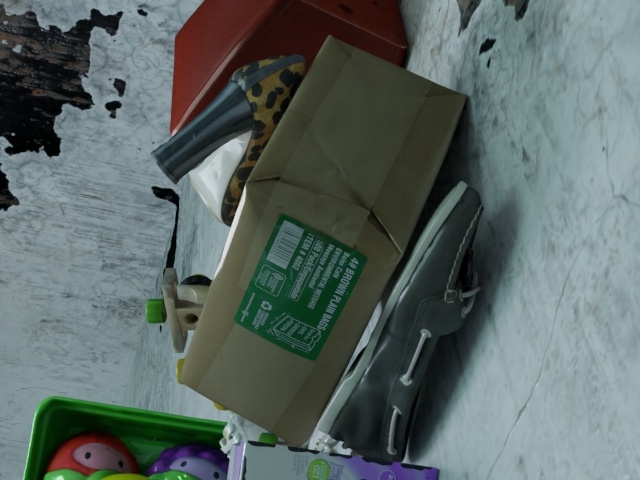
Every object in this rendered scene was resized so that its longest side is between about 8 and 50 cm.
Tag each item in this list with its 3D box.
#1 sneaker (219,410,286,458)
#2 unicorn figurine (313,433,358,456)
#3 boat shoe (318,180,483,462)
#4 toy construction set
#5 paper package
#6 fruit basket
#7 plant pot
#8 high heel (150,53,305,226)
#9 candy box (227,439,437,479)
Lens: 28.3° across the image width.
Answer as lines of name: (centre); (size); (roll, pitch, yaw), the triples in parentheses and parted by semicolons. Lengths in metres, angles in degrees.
sneaker: (-0.098, 0.308, 1.843); (0.229, 0.092, 0.087); (-98, 25, -51)
unicorn figurine: (0.017, 0.271, 1.466); (0.111, 0.060, 0.162); (135, 144, -66)
boat shoe: (0.102, 0.089, 1.248); (0.335, 0.095, 0.112); (-64, -6, 35)
toy construction set: (-0.137, 0.113, 1.677); (0.309, 0.237, 0.257); (78, -160, -63)
paper package: (0.000, 0.000, 1.365); (0.309, 0.168, 0.325); (-65, 0, -47)
fruit basket: (-0.281, 0.397, 1.935); (0.392, 0.392, 0.283); (148, 132, -72)
plant pot: (-0.028, -0.246, 1.695); (0.236, 0.267, 0.267); (-55, 25, 33)
high heel: (-0.064, -0.107, 1.404); (0.186, 0.093, 0.261); (-38, -18, 4)
candy box: (0.003, 0.288, 1.220); (0.070, 0.196, 0.165); (142, 137, -70)
